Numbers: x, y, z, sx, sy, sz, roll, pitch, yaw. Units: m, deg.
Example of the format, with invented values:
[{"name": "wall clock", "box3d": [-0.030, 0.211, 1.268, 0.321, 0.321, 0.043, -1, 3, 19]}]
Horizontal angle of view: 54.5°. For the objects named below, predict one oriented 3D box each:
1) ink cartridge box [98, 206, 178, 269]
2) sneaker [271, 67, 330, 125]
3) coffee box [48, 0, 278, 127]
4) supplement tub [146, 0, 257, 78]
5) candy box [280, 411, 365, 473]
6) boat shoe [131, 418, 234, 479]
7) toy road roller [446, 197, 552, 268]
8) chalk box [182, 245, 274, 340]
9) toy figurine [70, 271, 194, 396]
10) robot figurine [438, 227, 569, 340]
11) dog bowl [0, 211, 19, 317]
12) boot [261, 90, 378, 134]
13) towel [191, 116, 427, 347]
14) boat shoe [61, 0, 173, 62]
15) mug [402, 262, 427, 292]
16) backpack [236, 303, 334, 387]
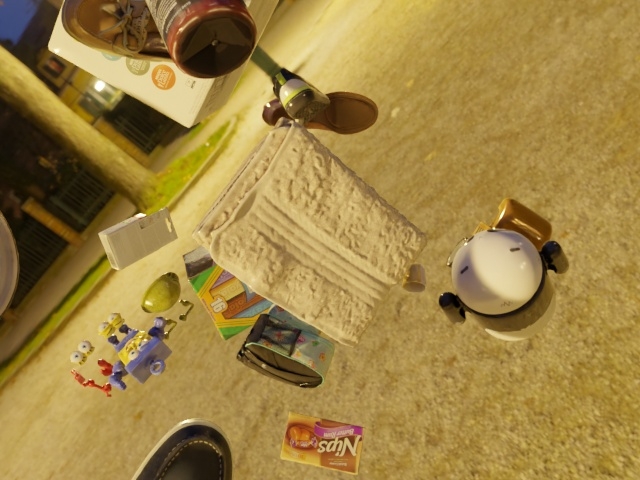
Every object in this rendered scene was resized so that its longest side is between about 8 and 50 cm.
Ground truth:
[{"name": "ink cartridge box", "box3d": [-0.291, -0.007, 1.002, 0.029, 0.063, 0.115, 11, 33, 43]}, {"name": "sneaker", "box3d": [-0.043, -0.294, 1.238, 0.084, 0.097, 0.234, -37, -1, 5]}, {"name": "coffee box", "box3d": [-0.317, -0.496, 1.356, 0.338, 0.334, 0.338, -59, 6, 20]}, {"name": "supplement tub", "box3d": [-0.155, -0.294, 0.738, 0.106, 0.106, 0.198, -40, 61, 26]}, {"name": "candy box", "box3d": [0.006, 0.482, 1.477, 0.053, 0.186, 0.109, 93, -171, -68]}, {"name": "boat shoe", "box3d": [-0.254, 0.529, 0.965, 0.156, 0.186, 0.501, -29, 36, 60]}, {"name": "toy road roller", "box3d": [0.470, 0.028, 1.551, 0.241, 0.202, 0.329, -59, 2, 10]}, {"name": "chalk box", "box3d": [-0.152, 0.066, 1.465, 0.288, 0.179, 0.180, -28, 22, -7]}, {"name": "toy figurine", "box3d": [-0.424, 0.274, 1.575, 0.217, 0.191, 0.362, 23, 61, 44]}, {"name": "robot figurine", "box3d": [0.356, 0.088, 1.203, 0.173, 0.278, 0.209, 22, 77, 37]}, {"name": "dog bowl", "box3d": [-0.779, 0.038, 1.121, 0.150, 0.408, 0.408, -29, 28, 31]}, {"name": "boot", "box3d": [-0.011, -0.331, 1.603, 0.283, 0.109, 0.220, -11, 19, -8]}, {"name": "towel", "box3d": [0.000, 0.000, 0.762, 0.187, 0.282, 0.049, -54, 32, 1]}, {"name": "boat shoe", "box3d": [-0.263, -0.340, 1.005, 0.089, 0.285, 0.105, 25, 110, 54]}, {"name": "mug", "box3d": [0.238, 0.088, 1.572, 0.062, 0.078, 0.064, -2, 57, 17]}, {"name": "backpack", "box3d": [-0.063, 0.231, 1.332, 0.144, 0.188, 0.166, -60, 0, -32]}]
